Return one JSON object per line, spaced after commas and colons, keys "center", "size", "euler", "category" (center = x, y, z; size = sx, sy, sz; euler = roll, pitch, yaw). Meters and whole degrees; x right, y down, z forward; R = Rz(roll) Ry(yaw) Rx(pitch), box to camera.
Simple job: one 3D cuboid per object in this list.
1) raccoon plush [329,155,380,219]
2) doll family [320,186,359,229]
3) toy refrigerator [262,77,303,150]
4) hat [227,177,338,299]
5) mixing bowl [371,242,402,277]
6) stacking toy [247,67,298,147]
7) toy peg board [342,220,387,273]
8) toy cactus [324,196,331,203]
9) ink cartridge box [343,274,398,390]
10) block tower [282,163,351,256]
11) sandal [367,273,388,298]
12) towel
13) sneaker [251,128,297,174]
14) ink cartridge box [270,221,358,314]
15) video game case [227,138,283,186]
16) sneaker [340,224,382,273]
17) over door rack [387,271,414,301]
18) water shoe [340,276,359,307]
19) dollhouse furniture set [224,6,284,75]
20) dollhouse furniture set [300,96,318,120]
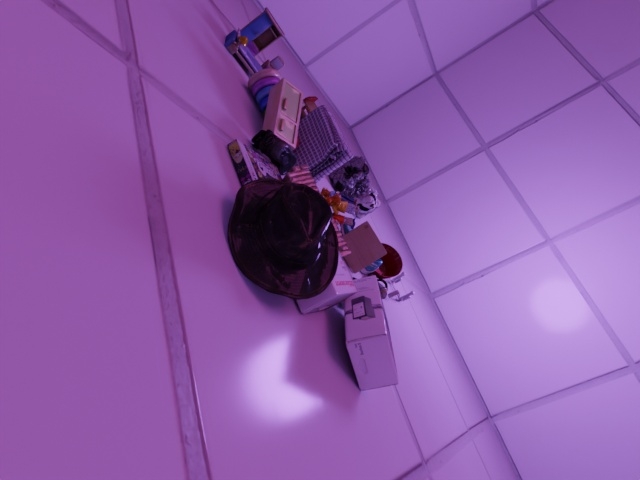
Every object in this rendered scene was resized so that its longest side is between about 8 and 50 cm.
{"center": [0.194, -0.339, 2.324], "size": [0.446, 0.216, 0.299], "euler": [-102, 164, -45], "category": "raccoon plush"}
{"center": [0.077, -0.166, 1.754], "size": [0.163, 0.118, 0.263], "euler": [17, 29, -10], "category": "doll family"}
{"center": [-0.136, -0.451, 1.495], "size": [0.102, 0.094, 0.269], "euler": [28, 57, -36], "category": "toy refrigerator"}
{"center": [-0.050, -0.035, 0.957], "size": [0.331, 0.134, 0.331], "euler": [21, 51, -28], "category": "hat"}
{"center": [0.285, 0.112, 1.942], "size": [0.181, 0.098, 0.181], "euler": [11, 57, -18], "category": "mixing bowl"}
{"center": [-0.173, -0.504, 1.638], "size": [0.330, 0.141, 0.141], "euler": [69, 17, 6], "category": "stacking toy"}
{"center": [0.161, 0.022, 1.700], "size": [0.161, 0.161, 0.079], "euler": [57, 1, -13], "category": "toy peg board"}
{"center": [0.005, -0.102, 1.550], "size": [0.219, 0.112, 0.180], "euler": [-109, 172, -57], "category": "toy cactus"}
{"center": [0.144, 0.266, 1.214], "size": [0.273, 0.115, 0.198], "euler": [-88, 163, -60], "category": "ink cartridge box"}
{"center": [-0.027, -0.078, 1.344], "size": [0.091, 0.097, 0.335], "euler": [-19, 76, -34], "category": "block tower"}
{"center": [0.273, 0.202, 1.873], "size": [0.219, 0.060, 0.090], "euler": [48, 21, -52], "category": "sandal"}
{"center": [-0.026, -0.389, 1.671], "size": [0.121, 0.235, 0.283], "euler": [34, 30, -50], "category": "towel"}
{"center": [-0.155, -0.304, 1.396], "size": [0.130, 0.087, 0.227], "euler": [44, -1, 12], "category": "sneaker"}
{"center": [-0.024, 0.048, 1.154], "size": [0.283, 0.117, 0.207], "euler": [65, 17, 14], "category": "ink cartridge box"}
{"center": [-0.167, -0.170, 1.225], "size": [0.232, 0.042, 0.210], "euler": [25, 39, -63], "category": "video game case"}
{"center": [0.174, 0.013, 1.815], "size": [0.275, 0.110, 0.107], "euler": [58, 17, -7], "category": "sneaker"}
{"center": [0.383, 0.187, 2.127], "size": [0.239, 0.108, 0.324], "euler": [66, 14, 20], "category": "over door rack"}
{"center": [0.099, 0.179, 1.424], "size": [0.080, 0.073, 0.203], "euler": [27, 16, 22], "category": "water shoe"}
{"center": [-0.246, -0.827, 1.805], "size": [0.286, 0.198, 0.303], "euler": [48, 21, -35], "category": "dollhouse furniture set"}
{"center": [-0.107, -0.548, 1.920], "size": [0.201, 0.152, 0.374], "euler": [61, 34, -1], "category": "dollhouse furniture set"}
